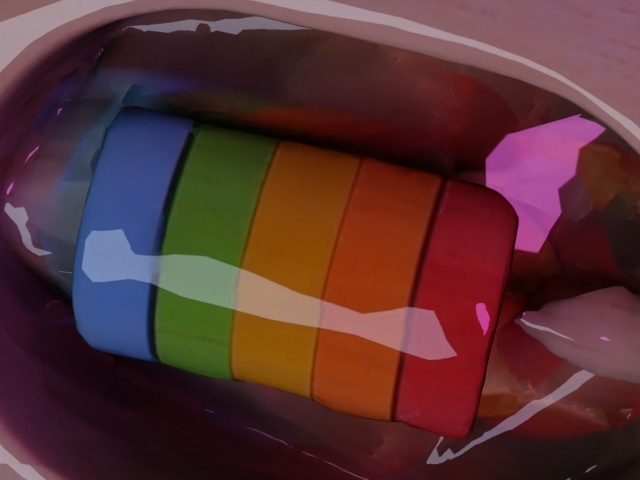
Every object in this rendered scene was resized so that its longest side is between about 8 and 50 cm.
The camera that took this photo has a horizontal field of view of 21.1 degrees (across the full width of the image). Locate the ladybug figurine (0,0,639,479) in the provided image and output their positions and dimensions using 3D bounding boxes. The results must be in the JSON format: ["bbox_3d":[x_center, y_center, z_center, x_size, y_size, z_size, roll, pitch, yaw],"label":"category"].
[{"bbox_3d":[0.000,0.000,0.638,0.449,0.162,0.305,18,108,7],"label":"ladybug figurine"}]
